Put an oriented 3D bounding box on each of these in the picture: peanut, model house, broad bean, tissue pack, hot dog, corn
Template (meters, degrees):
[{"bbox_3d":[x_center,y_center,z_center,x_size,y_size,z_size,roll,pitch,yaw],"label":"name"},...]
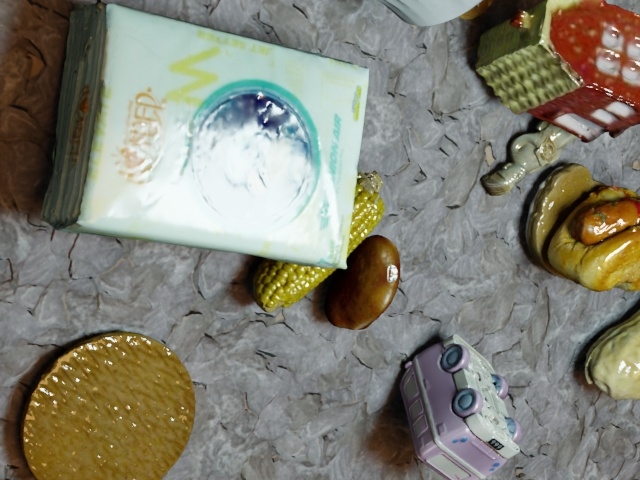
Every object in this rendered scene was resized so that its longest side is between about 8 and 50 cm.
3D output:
[{"bbox_3d":[0.603,0.175,2.232,0.313,0.149,0.149,-38,122,-23],"label":"peanut"},{"bbox_3d":[0.362,-0.272,1.872,0.254,0.196,0.160,22,76,-22],"label":"model house"},{"bbox_3d":[0.067,0.064,1.860,0.084,0.114,0.165,-5,149,-36],"label":"broad bean"},{"bbox_3d":[-0.140,-0.128,1.618,0.388,0.162,0.287,8,87,-32],"label":"tissue pack"},{"bbox_3d":[0.500,-0.005,2.048,0.257,0.150,0.153,1,115,-36],"label":"hot dog"},{"bbox_3d":[0.000,0.000,1.816,0.261,0.097,0.097,-48,124,-9],"label":"corn"}]

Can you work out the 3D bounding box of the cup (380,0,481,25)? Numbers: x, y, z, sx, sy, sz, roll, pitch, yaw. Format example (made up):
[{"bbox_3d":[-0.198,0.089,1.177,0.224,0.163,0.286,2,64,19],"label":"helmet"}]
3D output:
[{"bbox_3d":[0.080,-0.471,1.615,0.371,0.253,0.253,41,82,-38],"label":"cup"}]

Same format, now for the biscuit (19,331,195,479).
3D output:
[{"bbox_3d":[-0.295,0.247,1.747,0.262,0.037,0.262,-11,111,-29],"label":"biscuit"}]

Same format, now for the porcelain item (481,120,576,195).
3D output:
[{"bbox_3d":[0.348,-0.148,2.011,0.213,0.054,0.084,-42,121,-13],"label":"porcelain item"}]

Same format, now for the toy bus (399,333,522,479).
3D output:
[{"bbox_3d":[0.215,0.264,1.984,0.142,0.202,0.142,-36,127,21],"label":"toy bus"}]

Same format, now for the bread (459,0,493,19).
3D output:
[{"bbox_3d":[0.223,-0.384,1.869,0.110,0.024,0.110,-10,111,-28],"label":"bread"}]

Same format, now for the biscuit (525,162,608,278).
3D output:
[{"bbox_3d":[0.419,-0.027,2.097,0.208,0.049,0.181,26,91,-40],"label":"biscuit"}]
